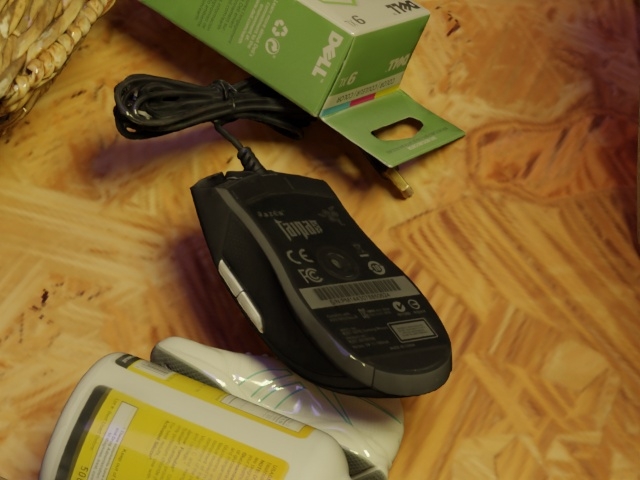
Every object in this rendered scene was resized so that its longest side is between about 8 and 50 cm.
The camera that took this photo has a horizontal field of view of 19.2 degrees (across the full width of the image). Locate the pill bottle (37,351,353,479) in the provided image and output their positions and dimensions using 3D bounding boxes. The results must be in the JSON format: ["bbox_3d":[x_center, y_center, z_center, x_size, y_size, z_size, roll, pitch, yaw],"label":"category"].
[{"bbox_3d":[-0.049,0.136,1.001,0.184,0.103,0.103,21,60,11],"label":"pill bottle"}]

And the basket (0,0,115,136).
[{"bbox_3d":[-0.244,-0.187,1.185,0.213,0.223,0.299,26,58,-20],"label":"basket"}]

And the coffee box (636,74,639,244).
[{"bbox_3d":[0.381,-0.066,0.957,0.334,0.337,0.338,-13,38,-10],"label":"coffee box"}]

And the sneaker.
[{"bbox_3d":[-0.024,0.090,1.067,0.152,0.053,0.061,25,50,6],"label":"sneaker"}]

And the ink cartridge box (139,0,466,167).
[{"bbox_3d":[-0.004,-0.134,1.166,0.209,0.062,0.109,35,26,17],"label":"ink cartridge box"}]

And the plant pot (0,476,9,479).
[{"bbox_3d":[-0.284,0.187,0.896,0.263,0.263,0.229,18,76,9],"label":"plant pot"}]

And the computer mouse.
[{"bbox_3d":[0.000,0.000,1.098,0.184,0.060,0.262,-11,51,-47],"label":"computer mouse"}]
